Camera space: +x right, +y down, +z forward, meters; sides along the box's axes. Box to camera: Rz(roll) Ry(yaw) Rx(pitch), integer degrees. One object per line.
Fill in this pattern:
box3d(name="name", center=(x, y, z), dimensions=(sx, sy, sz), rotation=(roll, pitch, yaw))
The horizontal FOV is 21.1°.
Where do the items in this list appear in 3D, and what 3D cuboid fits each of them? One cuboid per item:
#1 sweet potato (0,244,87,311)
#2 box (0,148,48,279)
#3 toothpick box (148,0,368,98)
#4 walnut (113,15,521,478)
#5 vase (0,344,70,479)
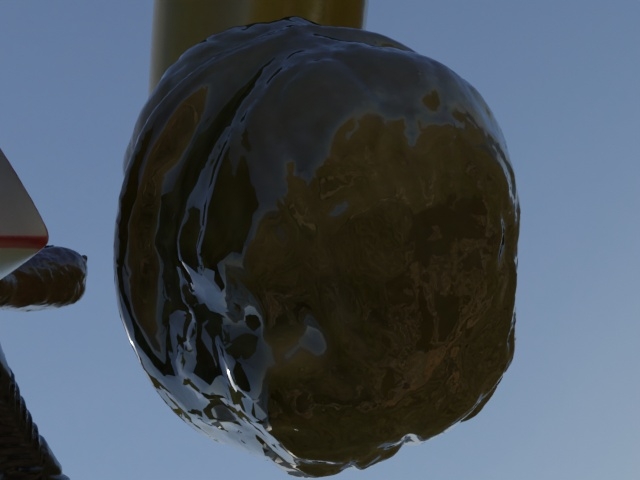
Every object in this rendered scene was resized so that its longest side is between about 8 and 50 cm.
box3d(name="sweet potato", center=(-0.330, 0.042, 1.856), dimensions=(0.075, 0.075, 0.273), rotation=(-53, -17, 13))
box3d(name="box", center=(-0.403, -0.040, 0.964), dimensions=(0.314, 0.300, 0.312), rotation=(-34, -11, 16))
box3d(name="toothpick box", center=(-0.054, -0.111, 1.379), dimensions=(0.175, 0.175, 0.271), rotation=(40, -127, -70))
box3d(name="walnut", center=(0.000, -0.001, 1.098), dimensions=(0.282, 0.253, 0.276), rotation=(-79, -17, -74))
box3d(name="vase", center=(-0.259, 0.199, 1.482), dimensions=(0.115, 0.237, 0.115), rotation=(-29, 17, 10))
